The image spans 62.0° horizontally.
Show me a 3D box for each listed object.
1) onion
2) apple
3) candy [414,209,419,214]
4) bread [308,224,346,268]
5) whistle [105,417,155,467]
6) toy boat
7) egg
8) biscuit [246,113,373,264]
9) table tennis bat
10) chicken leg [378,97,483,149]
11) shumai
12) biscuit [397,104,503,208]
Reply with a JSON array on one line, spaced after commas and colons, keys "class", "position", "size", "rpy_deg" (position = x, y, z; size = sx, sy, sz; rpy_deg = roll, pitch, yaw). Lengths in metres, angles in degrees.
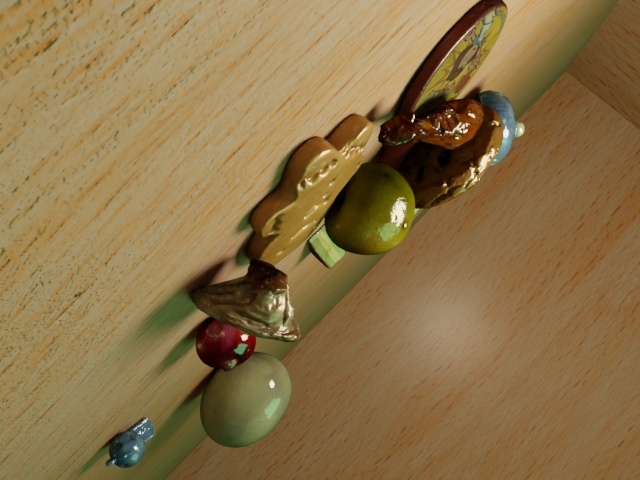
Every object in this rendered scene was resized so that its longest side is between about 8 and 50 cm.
[{"class": "onion", "position": [-0.200, 0.215, 1.126], "size": [0.131, 0.131, 0.131], "rpy_deg": [-44, 169, -10]}, {"class": "apple", "position": [0.102, -0.060, 1.084], "size": [0.196, 0.157, 0.196], "rpy_deg": [-50, -150, 44]}, {"class": "candy", "position": [0.275, -0.179, 1.452], "size": [0.321, 0.135, 0.179], "rpy_deg": [-47, 171, 10]}, {"class": "bread", "position": [-0.002, -0.003, 1.369], "size": [0.074, 0.084, 0.139], "rpy_deg": [-44, 139, -6]}, {"class": "whistle", "position": [-0.452, 0.492, 1.289], "size": [0.158, 0.090, 0.090], "rpy_deg": [-32, 163, -52]}, {"class": "toy boat", "position": [0.506, -0.322, 1.547], "size": [0.330, 0.123, 0.215], "rpy_deg": [-21, 116, -80]}, {"class": "egg", "position": [-0.237, 0.499, 1.675], "size": [0.352, 0.258, 0.258], "rpy_deg": [-46, 171, 27]}, {"class": "biscuit", "position": [-0.024, -0.065, 0.942], "size": [0.275, 0.052, 0.355], "rpy_deg": [-36, 165, -42]}, {"class": "table tennis bat", "position": [0.230, -0.296, 1.080], "size": [0.268, 0.051, 0.415], "rpy_deg": [-30, 159, -49]}, {"class": "chicken leg", "position": [0.212, -0.212, 1.017], "size": [0.304, 0.093, 0.113], "rpy_deg": [-22, 165, -42]}, {"class": "shumai", "position": [-0.116, 0.092, 0.909], "size": [0.201, 0.201, 0.120], "rpy_deg": [33, 77, -79]}, {"class": "biscuit", "position": [0.269, -0.197, 1.191], "size": [0.296, 0.075, 0.296], "rpy_deg": [-32, -145, 26]}]
